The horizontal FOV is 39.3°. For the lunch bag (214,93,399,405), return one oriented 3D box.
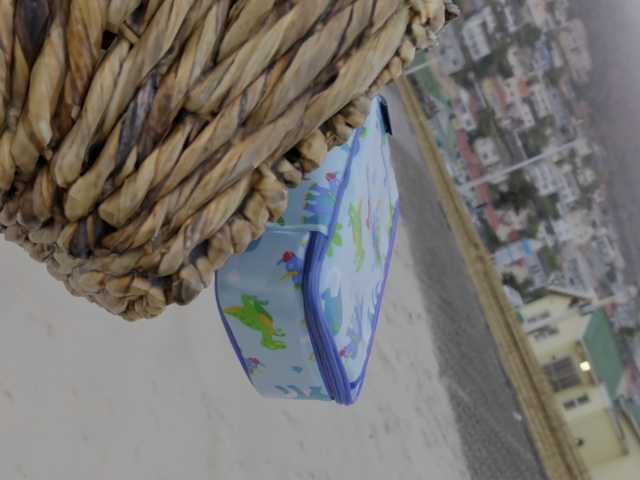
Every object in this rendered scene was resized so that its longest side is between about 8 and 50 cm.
[{"bbox_3d":[0.000,0.000,0.665,0.176,0.090,0.219,77,22,-47],"label":"lunch bag"}]

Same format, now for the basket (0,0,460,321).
[{"bbox_3d":[-0.123,-0.117,0.429,0.223,0.213,0.299,44,-1,-23],"label":"basket"}]
